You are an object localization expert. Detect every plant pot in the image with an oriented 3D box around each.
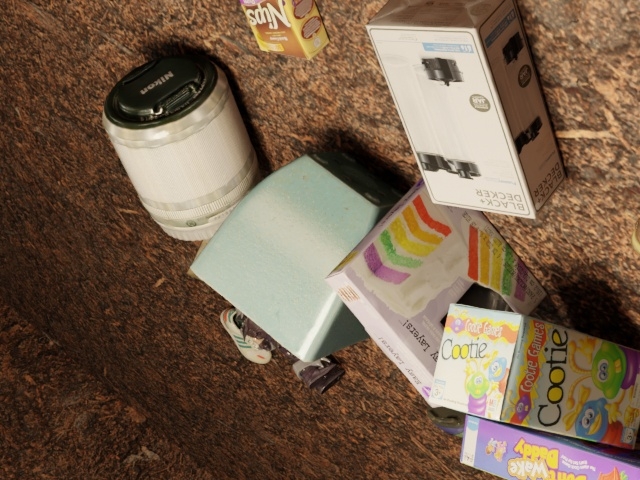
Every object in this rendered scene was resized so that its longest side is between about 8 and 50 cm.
[{"bbox_3d":[0.000,0.000,1.766,0.247,0.248,0.252,37,109,18],"label":"plant pot"}]

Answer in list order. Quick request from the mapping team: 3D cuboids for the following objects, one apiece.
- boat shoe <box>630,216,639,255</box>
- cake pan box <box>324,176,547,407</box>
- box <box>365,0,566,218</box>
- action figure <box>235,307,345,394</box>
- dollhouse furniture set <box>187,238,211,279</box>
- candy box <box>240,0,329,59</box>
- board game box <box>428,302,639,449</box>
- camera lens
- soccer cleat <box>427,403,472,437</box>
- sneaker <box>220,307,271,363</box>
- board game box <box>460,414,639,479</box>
[{"bbox_3d":[0.451,0.021,1.342,0.178,0.064,0.060,36,155,27],"label":"boat shoe"},{"bbox_3d":[0.173,0.070,1.632,0.267,0.246,0.070,51,155,-9],"label":"cake pan box"},{"bbox_3d":[0.187,-0.170,1.415,0.169,0.087,0.290,12,140,39],"label":"box"},{"bbox_3d":[-0.082,0.211,2.426,0.285,0.099,0.185,40,162,21],"label":"action figure"},{"bbox_3d":[-0.112,0.032,2.200,0.242,0.161,0.212,25,156,-7],"label":"dollhouse furniture set"},{"bbox_3d":[-0.067,-0.352,1.601,0.109,0.053,0.186,19,145,43],"label":"candy box"},{"bbox_3d":[0.308,0.190,1.565,0.275,0.142,0.144,17,173,-35],"label":"board game box"},{"bbox_3d":[-0.233,-0.163,1.941,0.219,0.219,0.274,24,147,39],"label":"camera lens"},{"bbox_3d":[0.324,0.332,2.011,0.289,0.093,0.121,16,172,40],"label":"soccer cleat"},{"bbox_3d":[-0.167,0.222,2.607,0.161,0.057,0.075,53,160,-8],"label":"sneaker"},{"bbox_3d":[0.414,0.332,1.683,0.347,0.233,0.078,9,92,53],"label":"board game box"}]
